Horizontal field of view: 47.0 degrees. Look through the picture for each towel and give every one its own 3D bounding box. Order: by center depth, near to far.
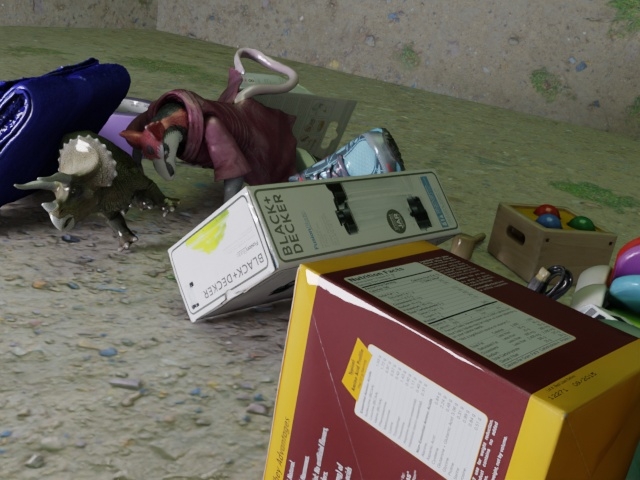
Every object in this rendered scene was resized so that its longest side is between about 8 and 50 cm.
[{"bbox_3d":[-0.383,-0.141,0.974,0.076,0.227,0.308,42,18,-6],"label":"towel"}]

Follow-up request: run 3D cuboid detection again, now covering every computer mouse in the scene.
[{"bbox_3d":[0.305,0.111,0.807,0.193,0.106,0.042,33,7,24],"label":"computer mouse"}]

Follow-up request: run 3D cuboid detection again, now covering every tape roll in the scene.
[{"bbox_3d":[-0.378,-0.218,1.391,0.189,0.080,0.189,8,21,-3],"label":"tape roll"}]

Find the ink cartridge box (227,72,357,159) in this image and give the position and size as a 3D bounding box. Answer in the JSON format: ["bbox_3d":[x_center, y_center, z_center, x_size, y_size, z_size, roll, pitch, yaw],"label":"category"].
[{"bbox_3d":[-0.073,-0.221,1.387,0.233,0.189,0.066,-2,52,-24],"label":"ink cartridge box"}]

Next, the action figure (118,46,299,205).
[{"bbox_3d":[-0.142,-0.158,1.079,0.248,0.275,0.370,26,10,19],"label":"action figure"}]

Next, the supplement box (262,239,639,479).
[{"bbox_3d":[0.080,0.127,0.481,0.129,0.191,0.194,-10,28,-43],"label":"supplement box"}]

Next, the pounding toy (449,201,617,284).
[{"bbox_3d":[0.299,-0.013,1.112,0.206,0.094,0.181,3,21,-19],"label":"pounding toy"}]

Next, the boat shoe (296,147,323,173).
[{"bbox_3d":[0.006,-0.094,1.242,0.070,0.077,0.219,-3,31,-29],"label":"boat shoe"}]

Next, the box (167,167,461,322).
[{"bbox_3d":[0.000,0.000,0.824,0.290,0.087,0.169,-11,-15,-42],"label":"box"}]

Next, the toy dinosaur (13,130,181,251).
[{"bbox_3d":[-0.280,-0.087,0.943,0.121,0.160,0.313,-36,29,-2],"label":"toy dinosaur"}]

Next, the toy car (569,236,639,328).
[{"bbox_3d":[0.391,0.064,0.879,0.159,0.136,0.182,17,21,20],"label":"toy car"}]

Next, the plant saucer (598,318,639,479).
[{"bbox_3d":[0.246,0.146,0.541,0.195,0.194,0.037,-3,-21,-30],"label":"plant saucer"}]

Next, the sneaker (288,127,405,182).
[{"bbox_3d":[0.014,-0.059,0.994,0.125,0.104,0.262,-17,-13,-32],"label":"sneaker"}]
